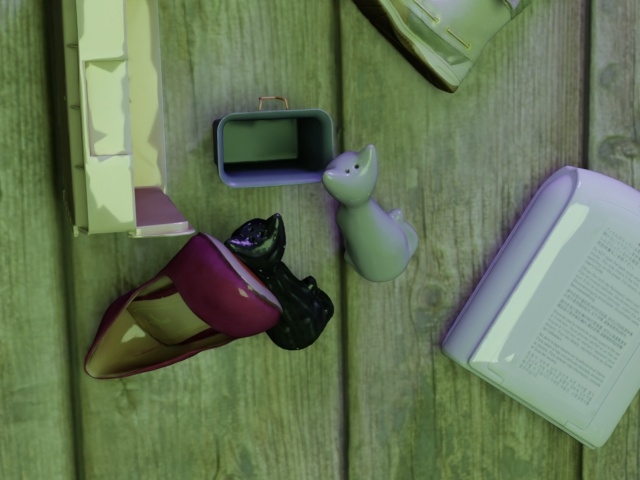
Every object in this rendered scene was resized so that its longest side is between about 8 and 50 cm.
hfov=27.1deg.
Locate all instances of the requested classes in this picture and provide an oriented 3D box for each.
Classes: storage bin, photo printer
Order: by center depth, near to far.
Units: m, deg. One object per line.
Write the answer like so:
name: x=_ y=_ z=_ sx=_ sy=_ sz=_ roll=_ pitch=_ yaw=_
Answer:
storage bin: x=-0.209 y=-0.152 z=1.384 sx=0.123 sy=0.260 sz=0.262 roll=-4 pitch=102 yaw=-14
storage bin: x=-0.064 y=-0.117 z=1.526 sx=0.135 sy=0.091 sz=0.098 roll=-5 pitch=102 yaw=-18
photo printer: x=0.330 y=0.076 z=1.685 sx=0.256 sy=0.107 sz=0.308 roll=32 pitch=89 yaw=-21

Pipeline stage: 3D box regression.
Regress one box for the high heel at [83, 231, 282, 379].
high heel: x=-0.153 y=0.096 z=1.387 sx=0.127 sy=0.377 sz=0.181 roll=46 pitch=78 yaw=-6

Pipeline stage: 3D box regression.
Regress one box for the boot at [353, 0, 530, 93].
boot: x=0.137 y=-0.301 z=1.566 sx=0.165 sy=0.077 sz=0.213 roll=-48 pitch=114 yaw=-5

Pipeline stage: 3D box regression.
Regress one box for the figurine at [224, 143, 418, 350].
figurine: x=0.000 y=0.000 z=1.515 sx=0.215 sy=0.092 sz=0.209 roll=-37 pitch=146 yaw=-9

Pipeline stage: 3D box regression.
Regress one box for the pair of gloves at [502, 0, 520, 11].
pair of gloves: x=0.236 y=-0.409 z=1.549 sx=0.204 sy=0.042 sz=0.240 roll=-46 pitch=124 yaw=-42
